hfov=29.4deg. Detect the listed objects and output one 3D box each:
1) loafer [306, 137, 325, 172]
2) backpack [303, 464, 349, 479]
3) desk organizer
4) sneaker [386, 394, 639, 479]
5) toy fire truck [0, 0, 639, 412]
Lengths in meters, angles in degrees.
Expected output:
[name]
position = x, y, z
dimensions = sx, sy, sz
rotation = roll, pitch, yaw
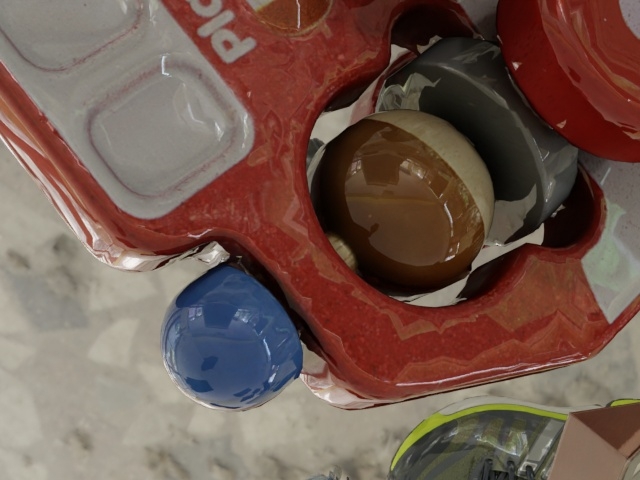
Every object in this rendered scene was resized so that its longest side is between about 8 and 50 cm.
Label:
[loafer]
position = 0.000, 0.000, 1.092
dimensions = 0.078, 0.076, 0.223
rotation = -21, 141, -6
[backpack]
position = -0.012, 0.421, 1.497
dimensions = 0.290, 0.355, 0.273
rotation = -40, 97, -4
[desk organizer]
position = 0.192, 0.155, 0.837
dimensions = 0.050, 0.047, 0.130
rotation = 39, 149, 27
[sneaker]
position = 0.206, 0.209, 1.083
dimensions = 0.299, 0.121, 0.111
rotation = -4, 117, -12
[toy fire truck]
position = 0.001, -0.066, 0.474
dimensions = 0.302, 0.254, 0.169
rotation = 54, 151, -2
